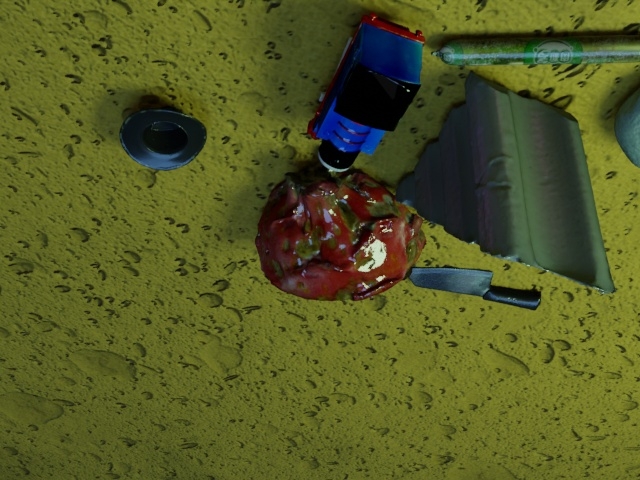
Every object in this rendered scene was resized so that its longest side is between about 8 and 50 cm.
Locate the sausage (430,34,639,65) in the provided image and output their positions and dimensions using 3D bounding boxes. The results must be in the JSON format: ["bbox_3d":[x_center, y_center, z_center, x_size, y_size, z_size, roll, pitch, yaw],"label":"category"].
[{"bbox_3d":[0.266,-0.224,1.005,0.269,0.032,0.032,1,140,8],"label":"sausage"}]

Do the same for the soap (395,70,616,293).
[{"bbox_3d":[0.214,-0.015,1.070,0.159,0.302,0.257,16,143,-16],"label":"soap"}]

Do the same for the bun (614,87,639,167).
[{"bbox_3d":[0.437,-0.137,1.046,0.141,0.083,0.140,3,138,3],"label":"bun"}]

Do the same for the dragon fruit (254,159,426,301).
[{"bbox_3d":[0.003,-0.020,1.218,0.262,0.134,0.211,-3,129,19],"label":"dragon fruit"}]

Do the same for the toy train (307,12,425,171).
[{"bbox_3d":[0.048,-0.168,1.029,0.083,0.131,0.204,16,140,-12],"label":"toy train"}]

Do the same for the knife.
[{"bbox_3d":[0.245,0.069,1.379,0.231,0.028,0.060,9,129,2],"label":"knife"}]

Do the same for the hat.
[{"bbox_3d":[-0.213,-0.150,1.156,0.121,0.050,0.121,0,139,0],"label":"hat"}]
